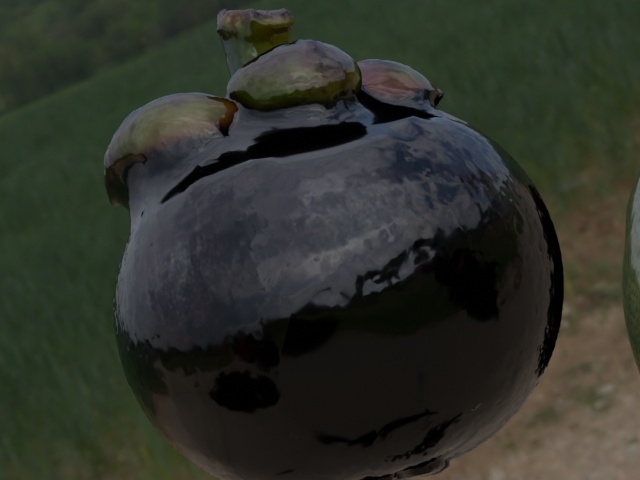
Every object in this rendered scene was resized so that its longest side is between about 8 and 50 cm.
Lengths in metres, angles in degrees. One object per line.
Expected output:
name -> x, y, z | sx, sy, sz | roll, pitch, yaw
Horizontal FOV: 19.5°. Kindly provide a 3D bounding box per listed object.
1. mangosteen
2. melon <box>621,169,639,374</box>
mangosteen -> 0.000, 0.000, 0.546 | 0.137, 0.151, 0.137 | -20, -10, -4
melon -> 0.274, 0.012, 0.945 | 0.249, 0.248, 0.329 | -19, 8, 24
